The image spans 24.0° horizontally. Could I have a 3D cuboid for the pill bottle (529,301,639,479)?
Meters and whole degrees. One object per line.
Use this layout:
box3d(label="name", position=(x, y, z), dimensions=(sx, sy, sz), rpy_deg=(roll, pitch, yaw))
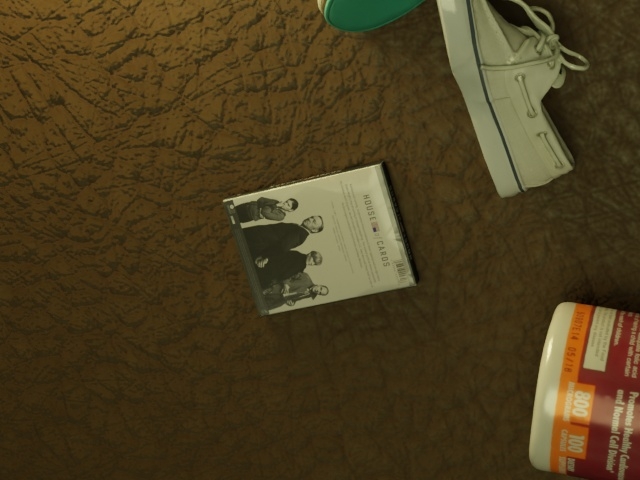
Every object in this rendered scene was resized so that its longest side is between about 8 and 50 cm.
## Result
box3d(label="pill bottle", position=(0.475, 0.216, 1.897), dimensions=(0.392, 0.224, 0.224), rpy_deg=(9, 110, 14))

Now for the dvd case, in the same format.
box3d(label="dvd case", position=(0.000, 0.000, 2.077), dimensions=(0.238, 0.029, 0.179), rpy_deg=(-12, 104, 20))

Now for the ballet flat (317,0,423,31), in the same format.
box3d(label="ballet flat", position=(0.120, -0.390, 1.823), dimensions=(0.139, 0.139, 0.400), rpy_deg=(48, 148, -2))

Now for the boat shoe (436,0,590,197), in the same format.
box3d(label="boat shoe", position=(0.246, -0.211, 1.834), dimensions=(0.156, 0.136, 0.367), rpy_deg=(-16, 127, 11))
